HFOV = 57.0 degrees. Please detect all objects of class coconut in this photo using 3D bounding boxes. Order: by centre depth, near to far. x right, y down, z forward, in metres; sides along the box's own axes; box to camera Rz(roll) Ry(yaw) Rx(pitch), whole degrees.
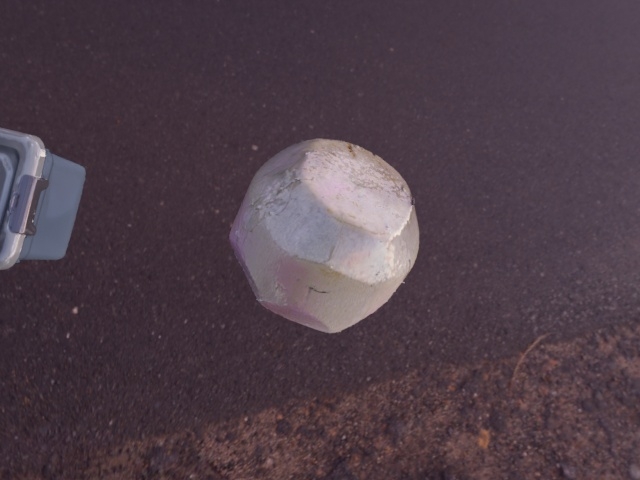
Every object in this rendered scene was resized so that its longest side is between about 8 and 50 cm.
[{"bbox_3d":[0.000,-0.002,0.752,0.227,0.230,0.227,14,48,-17],"label":"coconut"}]

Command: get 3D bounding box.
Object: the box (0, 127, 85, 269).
[{"bbox_3d":[-0.418,-0.059,0.736,0.227,0.130,0.162,14,89,19],"label":"box"}]
